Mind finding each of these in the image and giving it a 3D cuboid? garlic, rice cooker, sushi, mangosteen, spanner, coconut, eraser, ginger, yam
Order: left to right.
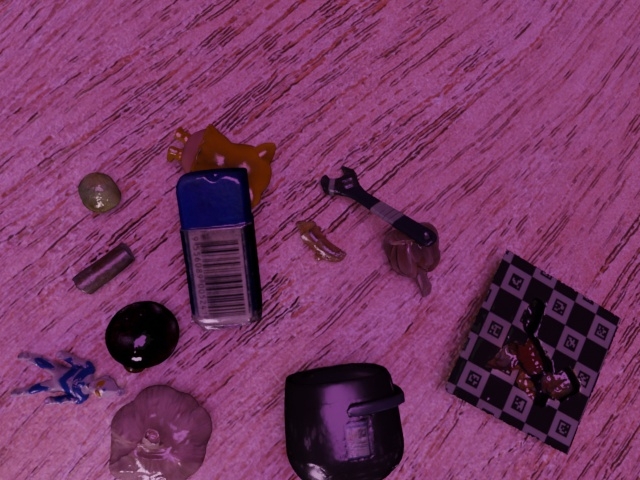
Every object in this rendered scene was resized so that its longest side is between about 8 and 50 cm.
[{"bbox_3d":[-0.476,-0.101,1.265,0.087,0.096,0.088,-5,47,6],"label":"coconut"},{"bbox_3d":[-0.464,0.062,1.261,0.132,0.054,0.054,-39,90,-11],"label":"yam"},{"bbox_3d":[-0.369,0.204,1.222,0.152,0.152,0.152,1,83,-8],"label":"mangosteen"},{"bbox_3d":[-0.328,0.400,1.163,0.218,0.212,0.219,2,77,-7],"label":"garlic"},{"bbox_3d":[-0.211,0.019,1.224,0.155,0.101,0.332,-5,106,-3],"label":"eraser"},{"bbox_3d":[-0.004,0.004,1.343,0.137,0.044,0.057,45,61,-3],"label":"ginger"},{"bbox_3d":[0.049,0.376,1.204,0.267,0.267,0.224,-7,85,-9],"label":"rice cooker"},{"bbox_3d":[0.131,-0.079,1.306,0.316,0.024,0.087,35,66,29],"label":"spanner"},{"bbox_3d":[0.226,0.040,1.347,0.131,0.127,0.194,-27,115,7],"label":"garlic"},{"bbox_3d":[0.492,0.260,1.376,0.343,0.064,0.359,29,79,-8],"label":"sushi"}]

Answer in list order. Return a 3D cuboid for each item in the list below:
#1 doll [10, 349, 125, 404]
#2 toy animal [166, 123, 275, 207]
[{"bbox_3d":[-0.523,0.291,1.225,0.227,0.057,0.114,9,78,-5],"label":"doll"},{"bbox_3d":[-0.219,-0.173,1.284,0.229,0.156,0.156,19,81,-2],"label":"toy animal"}]
